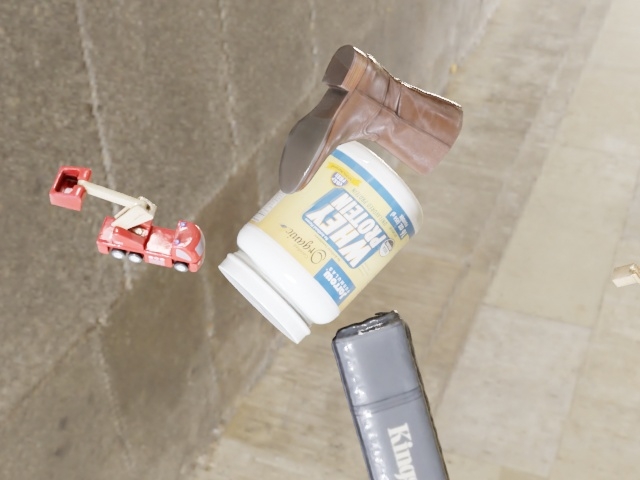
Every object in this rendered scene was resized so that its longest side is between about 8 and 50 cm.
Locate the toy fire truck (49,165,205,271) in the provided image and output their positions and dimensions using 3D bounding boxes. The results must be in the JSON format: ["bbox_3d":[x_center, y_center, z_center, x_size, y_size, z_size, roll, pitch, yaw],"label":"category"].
[{"bbox_3d":[-0.244,-0.026,1.318,0.135,0.192,0.047,98,4,-58],"label":"toy fire truck"}]

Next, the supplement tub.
[{"bbox_3d":[0.000,0.000,1.122,0.200,0.144,0.144,-46,154,-9],"label":"supplement tub"}]

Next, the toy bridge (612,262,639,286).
[{"bbox_3d":[0.463,0.096,1.371,0.188,0.063,0.026,48,45,-26],"label":"toy bridge"}]

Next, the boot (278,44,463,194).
[{"bbox_3d":[0.037,-0.061,0.674,0.114,0.037,0.106,24,99,-40],"label":"boot"}]

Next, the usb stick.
[{"bbox_3d":[0.079,0.205,0.957,0.045,0.077,0.278,177,-103,-75],"label":"usb stick"}]
